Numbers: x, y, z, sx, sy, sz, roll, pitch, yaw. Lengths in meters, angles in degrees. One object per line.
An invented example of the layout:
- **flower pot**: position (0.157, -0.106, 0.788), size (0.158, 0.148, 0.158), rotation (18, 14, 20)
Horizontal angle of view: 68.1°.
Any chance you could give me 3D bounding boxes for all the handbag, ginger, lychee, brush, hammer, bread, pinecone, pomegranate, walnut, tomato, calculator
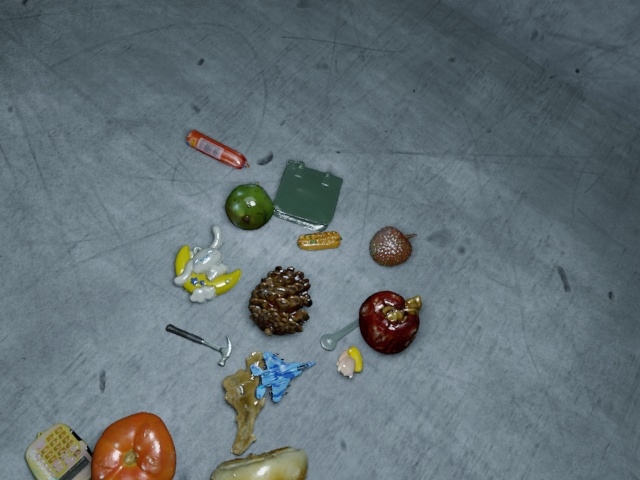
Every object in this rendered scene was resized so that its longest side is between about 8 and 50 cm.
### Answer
- **handbag**: position (-0.052, -0.185, 1.927), size (0.248, 0.079, 0.260), rotation (18, 65, -2)
- **ginger**: position (-0.255, 0.540, 1.595), size (0.148, 0.081, 0.333), rotation (9, 67, -28)
- **lychee**: position (0.283, 0.018, 1.849), size (0.197, 0.165, 0.165), rotation (-39, 77, 7)
- **brush**: position (0.112, 0.326, 1.773), size (0.266, 0.027, 0.062), rotation (-29, 75, -23)
- **hammer**: position (-0.427, 0.347, 1.672), size (0.246, 0.029, 0.103), rotation (24, 66, 3)
- **bread**: position (-0.180, 0.739, 1.458), size (0.314, 0.192, 0.171), rotation (-8, 68, -13)
- **pinecone**: position (-0.140, 0.220, 1.673), size (0.224, 0.224, 0.272), rotation (16, 49, -2)
- **pomegranate**: position (-0.269, -0.145, 1.834), size (0.187, 0.187, 0.225), rotation (14, 37, -3)
- **walnut**: position (0.263, 0.279, 1.682), size (0.244, 0.269, 0.221), rotation (-20, 72, -14)
- **tomato**: position (-0.562, 0.659, 1.436), size (0.260, 0.180, 0.259), rotation (3, 66, -6)
- **calculator**: position (-0.800, 0.683, 1.469), size (0.236, 0.033, 0.157), rotation (43, 68, 12)

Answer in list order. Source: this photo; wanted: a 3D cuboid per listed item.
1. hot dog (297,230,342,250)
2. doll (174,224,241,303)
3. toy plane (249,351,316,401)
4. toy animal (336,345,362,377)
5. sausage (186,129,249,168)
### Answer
- **hot dog**: position (0.000, 0.000, 1.870), size (0.188, 0.055, 0.072), rotation (-7, 67, -11)
- **doll**: position (-0.419, 0.096, 1.732), size (0.252, 0.111, 0.237), rotation (-35, 75, -11)
- **toy plane**: position (-0.122, 0.453, 1.636), size (0.246, 0.078, 0.169), rotation (-8, 80, -42)
- **toy animal**: position (0.099, 0.442, 1.698), size (0.091, 0.082, 0.114), rotation (51, 50, -22)
- **sausage**: position (-0.414, -0.365, 1.945), size (0.274, 0.074, 0.074), rotation (26, 66, 3)
